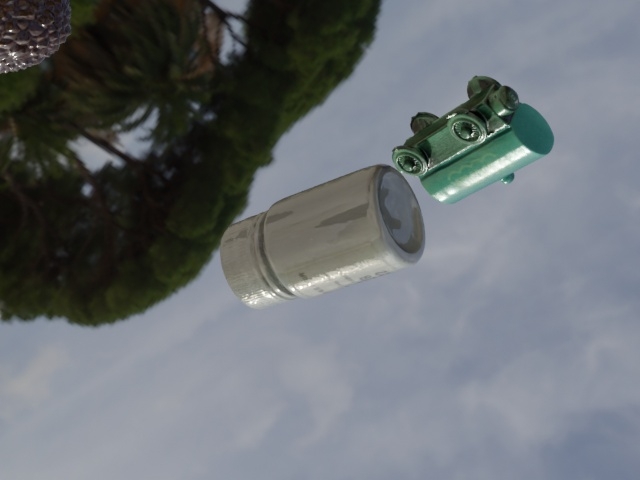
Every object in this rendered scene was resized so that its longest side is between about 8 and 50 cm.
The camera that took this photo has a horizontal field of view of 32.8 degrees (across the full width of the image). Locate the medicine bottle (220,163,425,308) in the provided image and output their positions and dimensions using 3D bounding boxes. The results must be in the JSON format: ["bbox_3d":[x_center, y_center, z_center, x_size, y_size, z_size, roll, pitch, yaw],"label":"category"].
[{"bbox_3d":[0.000,0.000,1.425,0.252,0.144,0.144,-19,-138,28],"label":"medicine bottle"}]

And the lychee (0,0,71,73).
[{"bbox_3d":[-0.450,-0.328,1.548,0.188,0.188,0.188,-39,-149,29],"label":"lychee"}]

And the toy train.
[{"bbox_3d":[0.212,-0.132,1.531,0.248,0.159,0.101,-31,-153,53],"label":"toy train"}]
